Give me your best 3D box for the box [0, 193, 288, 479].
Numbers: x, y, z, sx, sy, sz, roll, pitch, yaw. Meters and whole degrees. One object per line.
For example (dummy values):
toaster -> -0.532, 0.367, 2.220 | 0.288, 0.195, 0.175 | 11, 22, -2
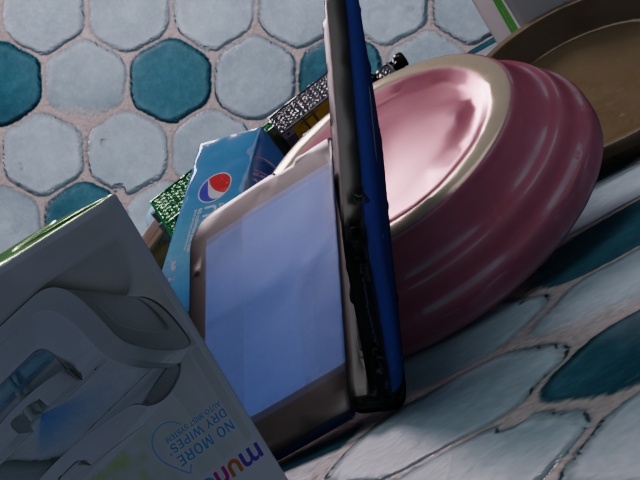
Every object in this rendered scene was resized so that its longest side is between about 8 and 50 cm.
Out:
box -> -0.196, 0.139, 1.225 | 0.262, 0.231, 0.127 | -33, 7, -27

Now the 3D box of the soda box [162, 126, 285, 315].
soda box -> -0.084, 0.002, 1.679 | 0.071, 0.067, 0.210 | -14, 44, 29

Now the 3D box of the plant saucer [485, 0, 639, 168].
plant saucer -> 0.259, -0.149, 1.805 | 0.278, 0.041, 0.278 | -21, 32, 14

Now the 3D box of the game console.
game console -> -0.035, -0.005, 1.378 | 0.173, 0.250, 0.293 | -8, 44, 4

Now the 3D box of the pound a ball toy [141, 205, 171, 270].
pound a ball toy -> -0.095, -0.061, 2.348 | 0.208, 0.136, 0.319 | -53, -5, 31

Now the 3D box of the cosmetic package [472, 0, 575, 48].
cosmetic package -> 0.284, -0.243, 2.101 | 0.155, 0.197, 0.365 | -32, 5, 2

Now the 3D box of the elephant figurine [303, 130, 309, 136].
elephant figurine -> 0.069, -0.093, 2.145 | 0.186, 0.169, 0.239 | -55, 25, -7

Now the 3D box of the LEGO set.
LEGO set -> 0.009, -0.003, 1.824 | 0.331, 0.192, 0.255 | -43, 38, -6

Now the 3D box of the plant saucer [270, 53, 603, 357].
plant saucer -> 0.067, -0.040, 1.549 | 0.332, 0.084, 0.332 | -29, 29, 17
